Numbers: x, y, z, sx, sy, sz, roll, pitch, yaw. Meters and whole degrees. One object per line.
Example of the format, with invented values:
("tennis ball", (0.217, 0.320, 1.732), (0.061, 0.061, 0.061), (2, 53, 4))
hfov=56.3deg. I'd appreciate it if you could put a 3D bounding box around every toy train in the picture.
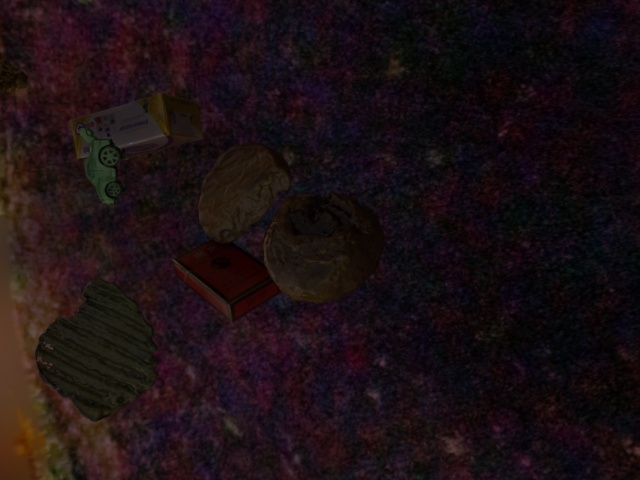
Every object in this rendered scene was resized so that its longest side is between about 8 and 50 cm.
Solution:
("toy train", (-0.431, -0.147, 1.186), (0.099, 0.081, 0.149), (-144, 56, -70))

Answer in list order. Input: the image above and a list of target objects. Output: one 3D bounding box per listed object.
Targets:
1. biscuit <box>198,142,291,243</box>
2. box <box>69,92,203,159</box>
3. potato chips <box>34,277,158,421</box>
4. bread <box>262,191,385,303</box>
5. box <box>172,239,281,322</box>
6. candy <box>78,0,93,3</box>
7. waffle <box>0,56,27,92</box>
("biscuit", (-0.199, -0.135, 1.520), (0.274, 0.091, 0.213), (-41, 53, 20))
("box", (-0.439, -0.266, 1.436), (0.265, 0.168, 0.097), (-11, 93, 17))
("potato chips", (-0.695, 0.346, 1.899), (0.389, 0.373, 0.097), (46, 180, 8))
("bread", (0.000, 0.000, 1.084), (0.230, 0.230, 0.123), (48, 159, 39))
("box", (-0.231, 0.087, 1.467), (0.240, 0.153, 0.074), (31, 142, 37))
("candy", (-0.538, -0.835, 1.555), (0.263, 0.172, 0.397), (16, 82, 39))
("waffle", (-0.790, -0.387, 1.309), (0.245, 0.254, 0.052), (32, 117, 7))
